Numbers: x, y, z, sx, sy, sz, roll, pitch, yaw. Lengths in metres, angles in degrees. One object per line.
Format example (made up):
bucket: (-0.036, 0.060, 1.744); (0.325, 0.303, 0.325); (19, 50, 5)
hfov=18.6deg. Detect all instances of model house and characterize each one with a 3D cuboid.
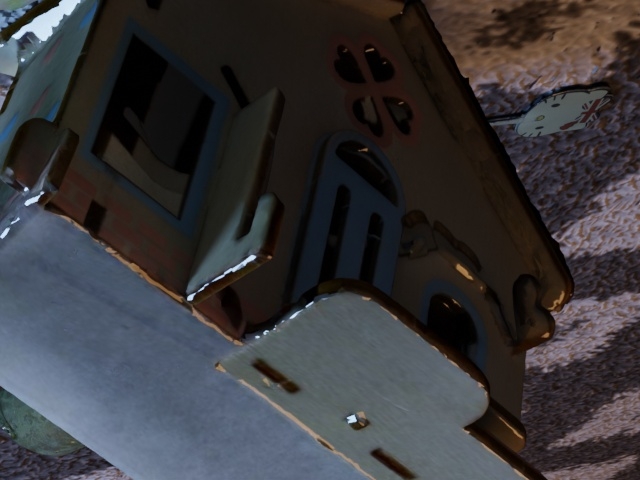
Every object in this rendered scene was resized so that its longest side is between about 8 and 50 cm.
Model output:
model house: (0.000, 0.000, 0.846); (0.169, 0.244, 0.326); (-33, 121, 33)

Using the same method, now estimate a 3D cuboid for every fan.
fan: (0.118, -0.068, 1.069); (0.083, 0.004, 0.056); (-8, 158, -18)

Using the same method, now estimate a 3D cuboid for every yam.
yam: (-0.136, 0.082, 1.184); (0.070, 0.069, 0.146); (3, 155, -41)

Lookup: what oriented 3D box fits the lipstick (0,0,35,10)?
lipstick: (0.000, -0.169, 0.621); (0.304, 0.076, 0.076); (-26, 158, 26)
